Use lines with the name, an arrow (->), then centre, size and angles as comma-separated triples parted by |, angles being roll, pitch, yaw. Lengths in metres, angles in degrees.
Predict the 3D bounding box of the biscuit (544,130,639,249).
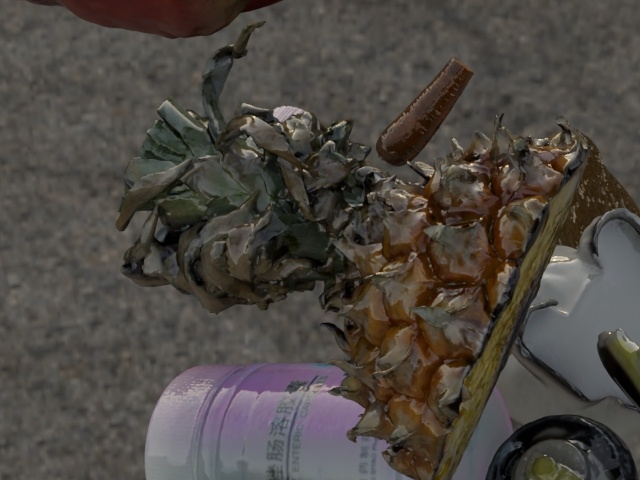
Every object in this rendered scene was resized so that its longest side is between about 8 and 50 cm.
biscuit -> 0.266, 0.000, 1.571 | 0.049, 0.208, 0.181 | -20, 32, 37

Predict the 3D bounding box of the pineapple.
pineapple -> 0.000, 0.000, 1.001 | 0.271, 0.262, 0.262 | 24, 52, 11

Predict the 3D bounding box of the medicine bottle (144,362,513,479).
medicine bottle -> 0.005, 0.170, 1.218 | 0.254, 0.152, 0.152 | -2, 42, 34

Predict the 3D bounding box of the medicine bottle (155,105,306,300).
medicine bottle -> -0.061, -0.037, 1.332 | 0.083, 0.083, 0.203 | 19, 43, 14

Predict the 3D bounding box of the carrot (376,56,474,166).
carrot -> 0.077, -0.093, 1.166 | 0.093, 0.032, 0.032 | -51, 56, 13

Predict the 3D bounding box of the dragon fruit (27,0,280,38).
dragon fruit -> -0.052, -0.194, 0.569 | 0.241, 0.241, 0.252 | 30, 76, 22

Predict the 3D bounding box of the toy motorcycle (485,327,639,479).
toy motorcycle -> 0.248, 0.179, 0.883 | 0.223, 0.108, 0.340 | -45, 52, -1

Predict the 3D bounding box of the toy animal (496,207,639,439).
toy animal -> 0.193, 0.106, 1.472 | 0.194, 0.357, 0.258 | -36, 93, -27
